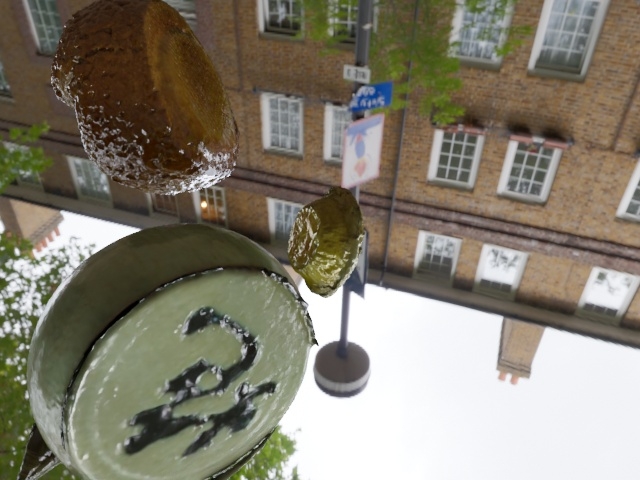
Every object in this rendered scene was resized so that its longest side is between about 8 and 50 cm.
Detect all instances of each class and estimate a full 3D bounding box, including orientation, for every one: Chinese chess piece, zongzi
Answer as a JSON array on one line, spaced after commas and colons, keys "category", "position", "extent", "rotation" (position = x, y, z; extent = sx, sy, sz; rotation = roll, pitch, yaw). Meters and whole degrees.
[{"category": "Chinese chess piece", "position": [-0.173, 0.151, 0.725], "extent": [0.349, 0.349, 0.146], "rotation": [-24, -144, -28]}, {"category": "zongzi", "position": [-0.428, 0.379, 1.076], "extent": [0.248, 0.111, 0.241], "rotation": [11, -103, 13]}]

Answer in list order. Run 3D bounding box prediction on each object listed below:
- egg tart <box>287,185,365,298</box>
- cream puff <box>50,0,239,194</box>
[{"category": "egg tart", "position": [0.000, 0.000, 0.514], "extent": [0.039, 0.105, 0.105], "rotation": [11, -148, -30]}, {"category": "cream puff", "position": [-0.264, -0.206, 0.863], "extent": [0.212, 0.303, 0.303], "rotation": [-18, -145, 19]}]
